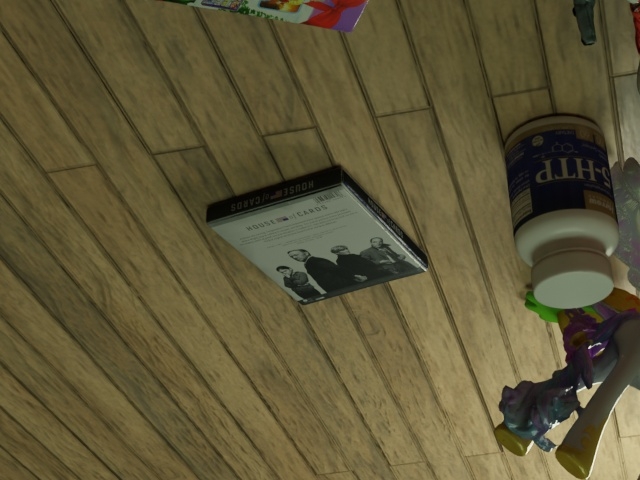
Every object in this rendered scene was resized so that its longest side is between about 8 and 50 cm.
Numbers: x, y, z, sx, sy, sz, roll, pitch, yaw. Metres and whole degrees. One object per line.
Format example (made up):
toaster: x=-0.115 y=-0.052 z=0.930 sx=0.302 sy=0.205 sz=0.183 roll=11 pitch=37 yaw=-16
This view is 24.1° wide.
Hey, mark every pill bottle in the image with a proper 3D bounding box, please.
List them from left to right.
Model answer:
pill bottle: x=0.259 y=-0.028 z=1.601 sx=0.112 sy=0.187 sz=0.112 roll=-2 pitch=150 yaw=-1

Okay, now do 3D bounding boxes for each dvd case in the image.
dvd case: x=0.000 y=0.000 z=1.790 sx=0.179 sy=0.029 sz=0.238 roll=-16 pitch=147 yaw=22

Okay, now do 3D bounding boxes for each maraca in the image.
maraca: x=0.353 y=0.104 z=1.935 sx=0.185 sy=0.099 sz=0.127 roll=18 pitch=160 yaw=12

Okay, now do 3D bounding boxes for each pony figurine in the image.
pony figurine: x=0.372 y=0.132 z=1.698 sx=0.351 sy=0.363 sz=0.303 roll=43 pitch=159 yaw=10

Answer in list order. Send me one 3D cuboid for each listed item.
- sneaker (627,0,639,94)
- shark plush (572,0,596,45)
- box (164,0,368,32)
sneaker: x=0.304 y=-0.226 z=1.362 sx=0.145 sy=0.090 sz=0.270 roll=6 pitch=146 yaw=-12
shark plush: x=0.208 y=-0.246 z=1.266 sx=0.073 sy=0.161 sz=0.067 roll=6 pitch=-178 yaw=17
box: x=-0.024 y=-0.294 z=1.246 sx=0.201 sy=0.057 sz=0.293 roll=8 pitch=149 yaw=-16
